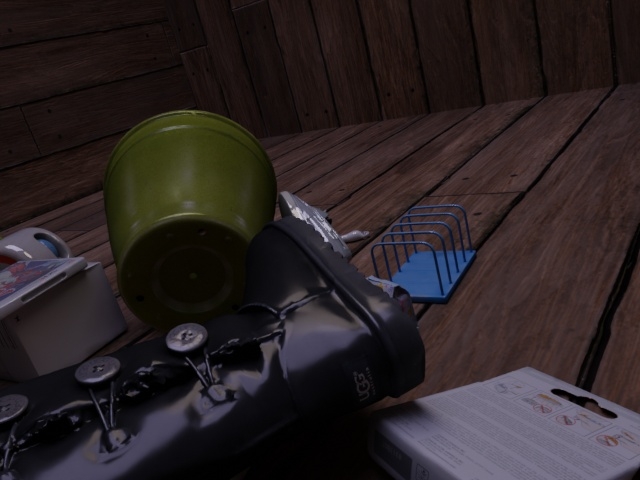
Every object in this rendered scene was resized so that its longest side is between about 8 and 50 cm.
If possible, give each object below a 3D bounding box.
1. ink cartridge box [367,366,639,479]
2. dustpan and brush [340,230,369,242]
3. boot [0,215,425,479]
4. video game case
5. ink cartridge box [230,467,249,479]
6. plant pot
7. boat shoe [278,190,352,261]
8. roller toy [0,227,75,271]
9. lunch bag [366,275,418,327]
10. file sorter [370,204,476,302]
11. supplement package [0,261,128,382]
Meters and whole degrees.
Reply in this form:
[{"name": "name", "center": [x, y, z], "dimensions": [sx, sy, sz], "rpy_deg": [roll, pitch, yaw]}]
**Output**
[{"name": "ink cartridge box", "center": [0.192, 0.199, 0.526], "dimensions": [0.232, 0.066, 0.189], "rpy_deg": [-2, 10, -30]}, {"name": "dustpan and brush", "center": [0.000, 0.000, 1.201], "dimensions": [0.211, 0.060, 0.147], "rpy_deg": [-20, 31, 5]}, {"name": "boot", "center": [-0.172, 0.134, 0.593], "dimensions": [0.445, 0.146, 0.367], "rpy_deg": [-24, 22, -18]}, {"name": "video game case", "center": [-0.539, 0.082, 0.955], "dimensions": [0.201, 0.023, 0.183], "rpy_deg": [-4, 24, 30]}, {"name": "ink cartridge box", "center": [-0.146, 0.227, 0.626], "dimensions": [0.134, 0.078, 0.231], "rpy_deg": [-4, 22, 25]}, {"name": "plant pot", "center": [-0.242, -0.019, 1.041], "dimensions": [0.366, 0.367, 0.353], "rpy_deg": [-16, 30, -3]}, {"name": "boat shoe", "center": [-0.012, -0.023, 1.129], "dimensions": [0.081, 0.079, 0.227], "rpy_deg": [-19, 52, -23]}, {"name": "roller toy", "center": [-0.678, 0.075, 1.285], "dimensions": [0.191, 0.209, 0.146], "rpy_deg": [3, 22, 10]}, {"name": "lunch bag", "center": [0.095, 0.095, 0.801], "dimensions": [0.053, 0.083, 0.071], "rpy_deg": [-26, 23, -30]}, {"name": "file sorter", "center": [0.175, 0.018, 0.927], "dimensions": [0.118, 0.105, 0.170], "rpy_deg": [-1, 23, 33]}, {"name": "supplement package", "center": [-0.514, 0.146, 1.021], "dimensions": [0.203, 0.149, 0.194], "rpy_deg": [-2, 24, 34]}]
